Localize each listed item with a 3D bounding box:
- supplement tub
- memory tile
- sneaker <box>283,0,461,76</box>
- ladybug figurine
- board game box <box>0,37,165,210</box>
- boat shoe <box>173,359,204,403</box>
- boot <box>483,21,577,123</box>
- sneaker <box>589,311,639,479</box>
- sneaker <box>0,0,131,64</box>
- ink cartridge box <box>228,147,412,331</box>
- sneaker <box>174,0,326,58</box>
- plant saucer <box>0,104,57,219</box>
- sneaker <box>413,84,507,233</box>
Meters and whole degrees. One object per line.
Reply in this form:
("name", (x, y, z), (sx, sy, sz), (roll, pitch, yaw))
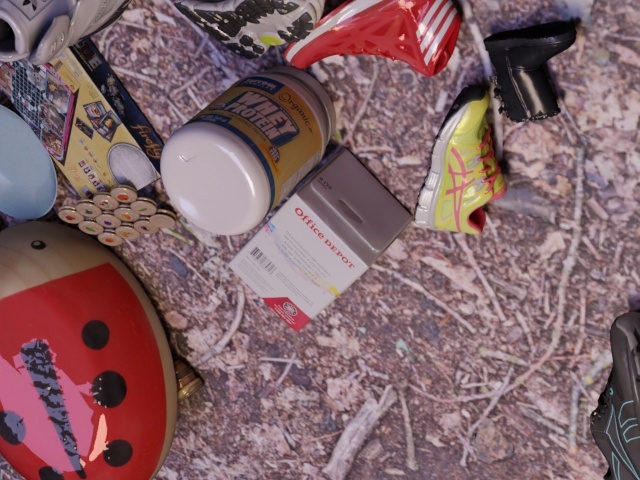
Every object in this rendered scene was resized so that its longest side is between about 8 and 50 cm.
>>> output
("supplement tub", (-0.081, -0.112, 1.615), (0.144, 0.199, 0.144), (18, 130, 23))
("memory tile", (-0.284, -0.032, 1.899), (0.148, 0.012, 0.113), (-18, 142, 37))
("sneaker", (0.063, -0.216, 1.524), (0.221, 0.087, 0.128), (-28, 101, 44))
("ladybug figurine", (-0.373, 0.190, 1.964), (0.305, 0.162, 0.449), (-24, 93, 5))
("board game box", (-0.323, -0.167, 1.853), (0.165, 0.042, 0.243), (-23, 106, 42))
("boat shoe", (-0.253, 0.234, 2.081), (0.178, 0.064, 0.060), (-32, 91, 36))
("boot", (0.234, -0.179, 1.461), (0.121, 0.045, 0.099), (-2, 117, 43))
("sneaker", (0.364, 0.203, 1.607), (0.106, 0.101, 0.267), (3, 122, 35))
("sneaker", (-0.273, -0.327, 1.585), (0.137, 0.210, 0.366), (47, 135, -4))
("ink cartridge box", (0.000, 0.000, 1.690), (0.128, 0.127, 0.176), (46, 135, -1))
("sneaker", (-0.066, -0.285, 1.558), (0.107, 0.118, 0.279), (36, 163, -31))
("plant saucer", (-0.450, -0.123, 1.974), (0.195, 0.037, 0.195), (17, 128, 23))
("sneaker", (0.174, -0.088, 1.552), (0.094, 0.081, 0.208), (22, 138, 11))
